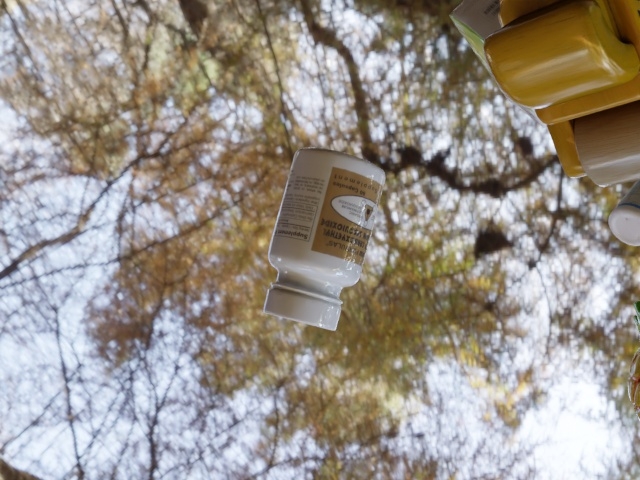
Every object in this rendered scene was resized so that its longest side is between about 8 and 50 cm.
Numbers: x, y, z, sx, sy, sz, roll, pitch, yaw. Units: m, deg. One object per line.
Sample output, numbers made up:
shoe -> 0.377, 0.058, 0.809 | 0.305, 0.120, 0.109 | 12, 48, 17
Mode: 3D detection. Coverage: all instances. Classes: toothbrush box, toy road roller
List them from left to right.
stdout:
toothbrush box -> 0.394, -0.372, 1.574 | 0.206, 0.283, 0.122 | -44, -131, 6
toy road roller -> 0.332, -0.204, 1.064 | 0.202, 0.330, 0.240 | -13, -163, 45

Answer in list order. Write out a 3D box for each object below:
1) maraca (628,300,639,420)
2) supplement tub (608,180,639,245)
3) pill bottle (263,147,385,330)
maraca -> 0.404, 0.159, 1.013 | 0.099, 0.127, 0.186 | -18, -121, 5
supplement tub -> 0.487, -0.048, 1.313 | 0.071, 0.071, 0.107 | 27, -125, 33
pill bottle -> 0.000, 0.000, 1.191 | 0.131, 0.131, 0.229 | 12, -96, 25
